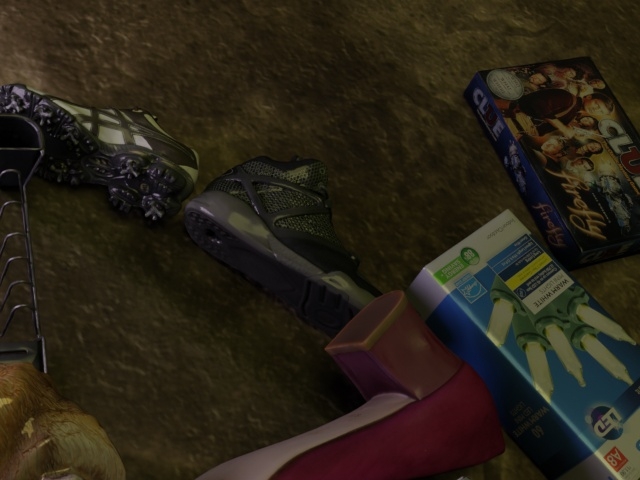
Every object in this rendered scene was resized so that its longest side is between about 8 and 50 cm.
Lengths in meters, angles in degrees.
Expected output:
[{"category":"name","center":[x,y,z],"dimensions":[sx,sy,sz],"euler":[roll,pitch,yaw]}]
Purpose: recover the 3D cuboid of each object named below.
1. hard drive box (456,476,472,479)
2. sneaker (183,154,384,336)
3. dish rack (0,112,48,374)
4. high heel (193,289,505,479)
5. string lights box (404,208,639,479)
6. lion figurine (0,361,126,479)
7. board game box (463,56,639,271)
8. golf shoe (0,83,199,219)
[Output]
[{"category":"hard drive box","center":[0.011,0.281,0.741],"dimensions":[0.232,0.181,0.089],"euler":[-25,70,-31]},{"category":"sneaker","center":[0.000,0.000,0.981],"dimensions":[0.228,0.087,0.130],"euler":[35,59,11]},{"category":"dish rack","center":[-0.322,0.024,0.856],"dimensions":[0.208,0.074,0.271],"euler":[-3,60,-20]},{"category":"high heel","center":[0.006,0.221,0.833],"dimensions":[0.377,0.127,0.181],"euler":[-44,105,-23]},{"category":"string lights box","center":[0.209,0.109,0.992],"dimensions":[0.133,0.076,0.259],"euler":[-33,73,-35]},{"category":"lion figurine","center":[-0.336,0.146,0.729],"dimensions":[0.392,0.240,0.142],"euler":[-6,19,-6]},{"category":"board game box","center":[0.283,-0.092,1.174],"dimensions":[0.165,0.042,0.243],"euler":[-12,63,-27]},{"category":"golf shoe","center":[-0.205,-0.092,0.987],"dimensions":[0.198,0.077,0.094],"euler":[30,36,-2]}]
